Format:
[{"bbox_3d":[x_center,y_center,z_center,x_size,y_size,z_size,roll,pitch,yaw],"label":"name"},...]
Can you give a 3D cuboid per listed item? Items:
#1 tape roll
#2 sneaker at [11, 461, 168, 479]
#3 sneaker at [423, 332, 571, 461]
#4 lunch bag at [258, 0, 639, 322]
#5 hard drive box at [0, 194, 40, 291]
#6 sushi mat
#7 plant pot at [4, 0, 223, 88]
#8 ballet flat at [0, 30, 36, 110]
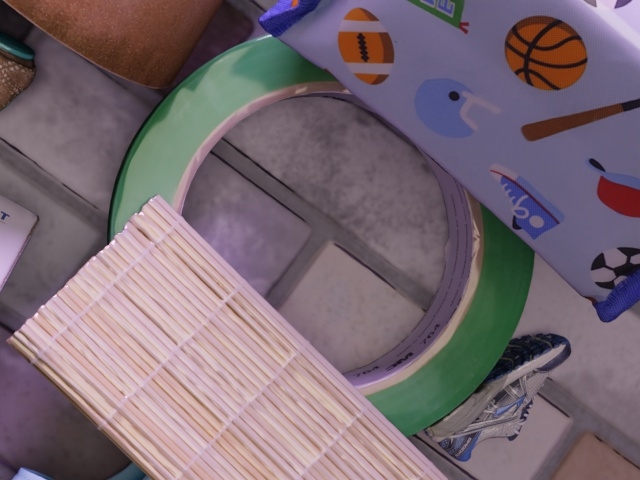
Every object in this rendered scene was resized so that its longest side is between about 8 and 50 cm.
[{"bbox_3d":[0.000,0.000,1.108,0.321,0.077,0.321,0,92,-11],"label":"tape roll"},{"bbox_3d":[-0.217,0.248,1.058,0.366,0.135,0.150,-30,96,-19],"label":"sneaker"},{"bbox_3d":[0.147,0.126,1.159,0.135,0.052,0.058,-35,108,0],"label":"sneaker"},{"bbox_3d":[0.187,-0.191,1.034,0.328,0.239,0.385,40,45,-9],"label":"lunch bag"},{"bbox_3d":[-0.317,0.035,0.972,0.181,0.232,0.089,30,128,-10],"label":"hard drive box"},{"bbox_3d":[-0.058,0.127,1.043,0.316,0.019,0.151,45,72,-9],"label":"sushi mat"},{"bbox_3d":[-0.110,-0.271,0.957,0.237,0.237,0.254,41,104,-10],"label":"plant pot"},{"bbox_3d":[-0.308,-0.154,1.051,0.206,0.073,0.067,30,101,-7],"label":"ballet flat"}]
